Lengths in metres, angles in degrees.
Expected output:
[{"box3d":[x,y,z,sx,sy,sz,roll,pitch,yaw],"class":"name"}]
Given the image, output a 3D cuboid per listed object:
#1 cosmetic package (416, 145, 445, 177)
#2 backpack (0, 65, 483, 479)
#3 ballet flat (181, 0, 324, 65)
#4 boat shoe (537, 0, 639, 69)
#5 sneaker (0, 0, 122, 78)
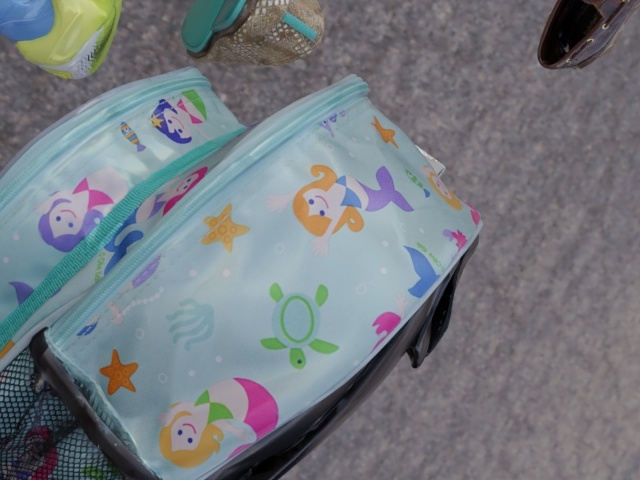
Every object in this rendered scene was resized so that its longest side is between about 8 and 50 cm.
[{"box3d":[0.000,0.000,1.311,0.296,0.153,0.129,-56,172,31],"class":"cosmetic package"},{"box3d":[-0.057,0.030,0.500,0.253,0.191,0.225,-36,-179,23],"class":"backpack"},{"box3d":[-0.047,-0.144,0.756,0.067,0.206,0.073,28,93,-19],"class":"ballet flat"},{"box3d":[0.280,-0.248,1.092,0.073,0.073,0.207,-17,147,-27],"class":"boat shoe"},{"box3d":[-0.187,-0.248,0.820,0.091,0.126,0.240,150,-40,-79],"class":"sneaker"}]
